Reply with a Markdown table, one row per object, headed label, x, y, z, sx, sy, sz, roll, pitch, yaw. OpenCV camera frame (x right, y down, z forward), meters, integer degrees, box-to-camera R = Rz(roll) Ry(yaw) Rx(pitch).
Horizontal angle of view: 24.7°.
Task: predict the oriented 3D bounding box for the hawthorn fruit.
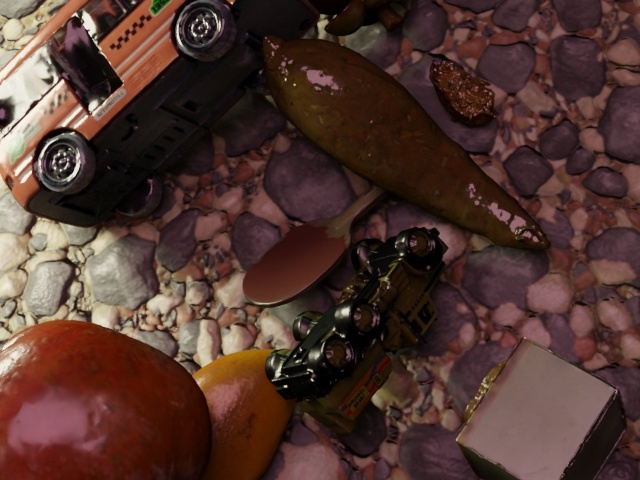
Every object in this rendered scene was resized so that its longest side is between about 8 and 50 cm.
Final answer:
| label | x | y | z | sx | sy | sz | roll | pitch | yaw |
| --- | --- | --- | --- | --- | --- | --- | --- | --- | --- |
| hawthorn fruit | -0.267 | 0.227 | 1.589 | 0.284 | 0.284 | 0.284 | -5 | 66 | 12 |

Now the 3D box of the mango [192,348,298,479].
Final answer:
| label | x | y | z | sx | sy | sz | roll | pitch | yaw |
| --- | --- | --- | --- | --- | --- | --- | --- | --- | --- |
| mango | -0.110 | 0.216 | 1.728 | 0.217 | 0.102 | 0.141 | -46 | 70 | -5 |

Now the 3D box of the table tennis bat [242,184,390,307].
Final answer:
| label | x | y | z | sx | sy | sz | roll | pitch | yaw |
| --- | --- | --- | --- | --- | --- | --- | --- | --- | --- |
| table tennis bat | 0.000 | 0.000 | 1.812 | 0.234 | 0.022 | 0.131 | -41 | 31 | -13 |

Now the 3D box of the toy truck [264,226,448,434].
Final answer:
| label | x | y | z | sx | sy | sz | roll | pitch | yaw |
| --- | --- | --- | --- | --- | --- | --- | --- | --- | --- |
| toy truck | 0.060 | 0.098 | 1.711 | 0.127 | 0.127 | 0.257 | 43 | 61 | -15 |

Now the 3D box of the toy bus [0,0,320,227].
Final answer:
| label | x | y | z | sx | sy | sz | roll | pitch | yaw |
| --- | --- | --- | --- | --- | --- | --- | --- | --- | --- |
| toy bus | -0.228 | -0.220 | 1.840 | 0.427 | 0.203 | 0.233 | -41 | 68 | 12 |

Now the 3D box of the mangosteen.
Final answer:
| label | x | y | z | sx | sy | sz | roll | pitch | yaw |
| --- | --- | --- | --- | --- | --- | --- | --- | --- | --- |
| mangosteen | 0.041 | -0.357 | 1.912 | 0.200 | 0.200 | 0.199 | -5 | 66 | 12 |

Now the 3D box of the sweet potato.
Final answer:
| label | x | y | z | sx | sy | sz | roll | pitch | yaw |
| --- | --- | --- | --- | --- | --- | --- | --- | --- | --- |
| sweet potato | 0.098 | -0.113 | 1.778 | 0.423 | 0.130 | 0.130 | 37 | 79 | 0 |

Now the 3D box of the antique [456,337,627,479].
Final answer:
| label | x | y | z | sx | sy | sz | roll | pitch | yaw |
| --- | --- | --- | --- | --- | --- | --- | --- | --- | --- |
| antique | 0.240 | 0.210 | 1.614 | 0.148 | 0.152 | 0.146 | 31 | 77 | 26 |

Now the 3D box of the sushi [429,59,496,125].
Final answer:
| label | x | y | z | sx | sy | sz | roll | pitch | yaw |
| --- | --- | --- | --- | --- | --- | --- | --- | --- | --- |
| sushi | 0.181 | -0.186 | 1.853 | 0.118 | 0.060 | 0.061 | 31 | 72 | 23 |
